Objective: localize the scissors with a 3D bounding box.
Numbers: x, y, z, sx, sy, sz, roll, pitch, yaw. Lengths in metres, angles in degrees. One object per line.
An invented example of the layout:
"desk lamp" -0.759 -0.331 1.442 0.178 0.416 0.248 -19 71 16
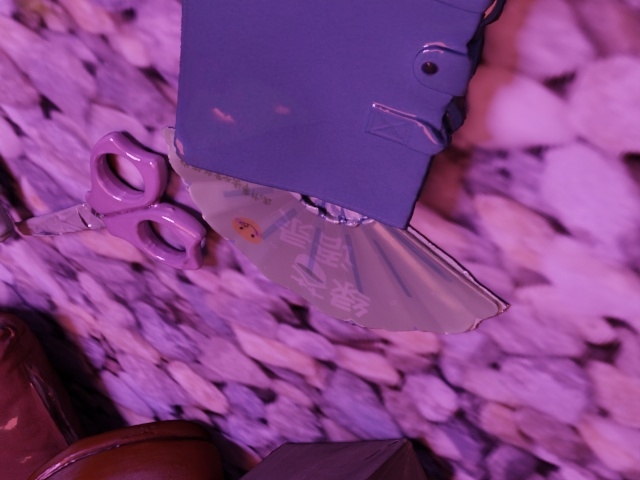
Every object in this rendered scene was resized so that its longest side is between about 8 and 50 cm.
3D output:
"scissors" -0.167 -0.017 0.692 0.212 0.021 0.110 -8 120 41

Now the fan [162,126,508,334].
"fan" 0.000 0.000 0.589 0.240 0.009 0.131 27 142 14

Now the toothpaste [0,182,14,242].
"toothpaste" -0.283 -0.092 0.700 0.062 0.037 0.216 1 123 39

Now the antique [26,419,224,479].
"antique" -0.166 0.282 0.843 0.223 0.129 0.278 11 124 -27

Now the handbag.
"handbag" 0.009 -0.108 0.447 0.144 0.057 0.221 23 138 8

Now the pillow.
"pillow" -0.343 0.171 0.939 0.305 0.108 0.308 6 131 30

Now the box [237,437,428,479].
"box" 0.014 0.280 0.685 0.149 0.155 0.231 -16 100 48
